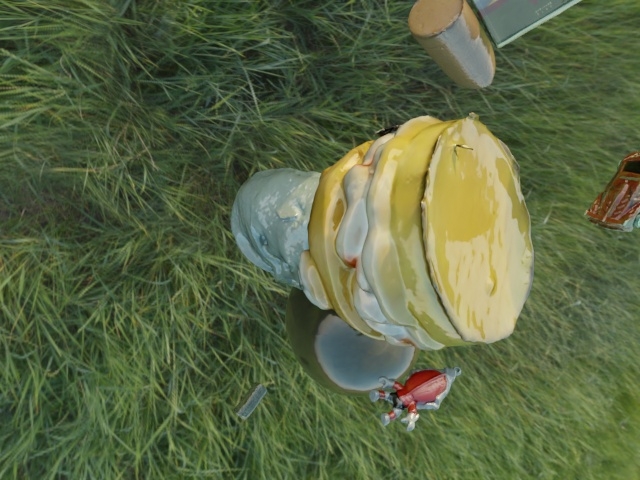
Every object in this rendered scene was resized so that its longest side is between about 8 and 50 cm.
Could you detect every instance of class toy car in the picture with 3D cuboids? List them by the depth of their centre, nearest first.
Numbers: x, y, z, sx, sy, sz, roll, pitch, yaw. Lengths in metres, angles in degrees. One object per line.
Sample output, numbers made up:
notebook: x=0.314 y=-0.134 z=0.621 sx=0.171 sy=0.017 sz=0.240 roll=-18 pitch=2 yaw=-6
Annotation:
toy car: x=0.376 y=-0.064 z=0.570 sx=0.035 sy=0.059 sz=0.122 roll=37 pitch=85 yaw=-40

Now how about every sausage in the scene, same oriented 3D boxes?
sausage: x=0.308 y=-0.444 z=1.067 sx=0.253 sy=0.123 sz=0.123 roll=22 pitch=102 yaw=-51

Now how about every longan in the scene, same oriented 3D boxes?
longan: x=0.087 y=0.185 z=1.122 sx=0.361 sy=0.361 sz=0.360 roll=-12 pitch=118 yaw=-23

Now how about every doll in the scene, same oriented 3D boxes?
doll: x=0.111 y=0.168 z=0.522 sx=0.114 sy=0.057 sz=0.039 roll=-15 pitch=113 yaw=-23

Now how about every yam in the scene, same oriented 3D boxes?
yam: x=-0.170 y=0.391 z=1.154 sx=0.094 sy=0.043 sz=0.043 roll=-52 pitch=127 yaw=-12

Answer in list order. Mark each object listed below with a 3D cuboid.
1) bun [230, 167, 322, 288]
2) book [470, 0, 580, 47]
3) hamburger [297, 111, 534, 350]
bun: x=-0.001 y=0.001 z=0.875 sx=0.354 sy=0.354 sz=0.194 roll=23 pitch=76 yaw=-34
book: x=0.396 y=-0.581 z=0.992 sx=0.201 sy=0.026 sz=0.289 roll=-29 pitch=88 yaw=15
hamburger: x=0.099 y=-0.005 z=0.568 sx=0.276 sy=0.237 sz=0.276 roll=3 pitch=86 yaw=-46
